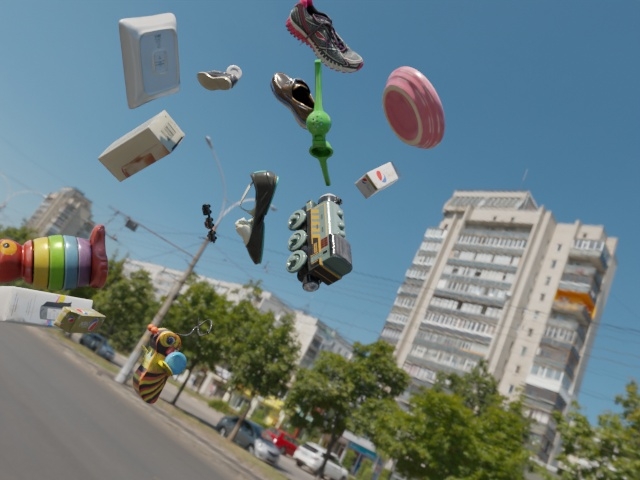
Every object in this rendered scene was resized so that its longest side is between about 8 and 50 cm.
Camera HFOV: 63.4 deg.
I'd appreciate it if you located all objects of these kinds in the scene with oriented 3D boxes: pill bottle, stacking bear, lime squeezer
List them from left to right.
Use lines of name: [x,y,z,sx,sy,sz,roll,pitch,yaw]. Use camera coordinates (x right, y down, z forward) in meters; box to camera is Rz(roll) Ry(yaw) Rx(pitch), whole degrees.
stacking bear: [-0.741,0.057,1.396,0.289,0.175,0.164,2,-38,-31]
pill bottle: [-0.373,-0.684,2.178,0.065,0.065,0.116,34,-15,-15]
lime squeezer: [-0.004,-0.242,1.191,0.059,0.110,0.310,-10,-57,-6]

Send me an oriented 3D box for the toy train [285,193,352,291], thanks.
toy train: [0.000,0.000,1.610,0.190,0.334,0.142,-29,-49,27]

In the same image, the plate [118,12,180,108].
plate: [-0.553,-0.603,1.739,0.045,0.277,0.278,15,-59,18]

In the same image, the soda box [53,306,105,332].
soda box: [-0.741,0.247,1.604,0.058,0.061,0.181,27,-8,7]

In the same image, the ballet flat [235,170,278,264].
ballet flat: [-0.195,-0.070,1.516,0.096,0.280,0.095,10,9,-13]

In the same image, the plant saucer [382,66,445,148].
plant saucer: [0.344,-0.497,2.006,0.332,0.084,0.332,55,-16,23]

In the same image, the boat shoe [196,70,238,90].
boat shoe: [-0.426,-0.664,2.142,0.206,0.065,0.075,19,-43,33]

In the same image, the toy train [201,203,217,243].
toy train: [-0.424,-0.063,1.967,0.036,0.027,0.158,1,-69,22]

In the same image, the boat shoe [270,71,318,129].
boat shoe: [-0.055,-0.346,1.224,0.183,0.066,0.066,52,-33,22]

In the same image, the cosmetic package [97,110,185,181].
cosmetic package: [-0.692,-0.362,2.009,0.296,0.153,0.129,-20,-58,28]

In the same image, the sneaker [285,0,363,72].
sneaker: [0.020,-0.666,1.706,0.299,0.121,0.112,39,-47,-1]

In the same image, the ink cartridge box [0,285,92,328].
ink cartridge box: [-1.058,0.258,1.937,0.226,0.131,0.306,-4,-16,36]

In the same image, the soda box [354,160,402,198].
soda box: [0.216,-0.223,1.900,0.069,0.216,0.074,-38,-94,38]

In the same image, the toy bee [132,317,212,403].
toy bee: [-0.496,0.337,1.602,0.195,0.298,0.162,-10,-44,36]
